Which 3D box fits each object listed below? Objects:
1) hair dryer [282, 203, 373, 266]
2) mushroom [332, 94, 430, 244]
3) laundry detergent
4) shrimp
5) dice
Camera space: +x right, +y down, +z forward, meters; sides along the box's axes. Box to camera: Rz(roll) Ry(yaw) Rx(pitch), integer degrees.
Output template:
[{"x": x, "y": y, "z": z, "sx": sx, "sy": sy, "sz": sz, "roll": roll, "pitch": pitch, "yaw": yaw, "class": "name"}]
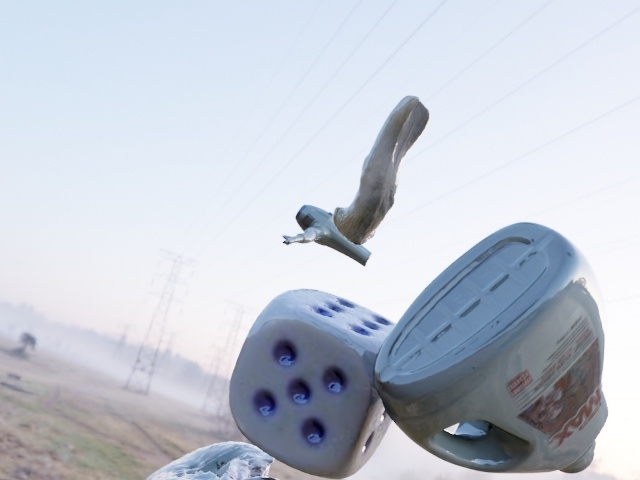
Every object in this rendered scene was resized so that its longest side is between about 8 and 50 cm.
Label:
[{"x": 0.018, "y": 0.007, "z": 1.289, "sx": 0.167, "sy": 0.067, "sz": 0.199, "roll": 29, "pitch": 19, "yaw": -2, "class": "hair dryer"}, {"x": 0.078, "y": -0.090, "z": 0.897, "sx": 0.059, "sy": 0.202, "sz": 0.054, "roll": 9, "pitch": 24, "yaw": -38, "class": "mushroom"}, {"x": 0.236, "y": 0.183, "z": 0.837, "sx": 0.125, "sy": 0.264, "sz": 0.398, "roll": 44, "pitch": -7, "yaw": 48, "class": "laundry detergent"}, {"x": -0.143, "y": 0.360, "z": 0.997, "sx": 0.221, "sy": 0.110, "sz": 0.445, "roll": -24, "pitch": 3, "yaw": -28, "class": "shrimp"}, {"x": 0.005, "y": 0.182, "z": 0.934, "sx": 0.194, "sy": 0.192, "sz": 0.193, "roll": 24, "pitch": 8, "yaw": 21, "class": "dice"}]
